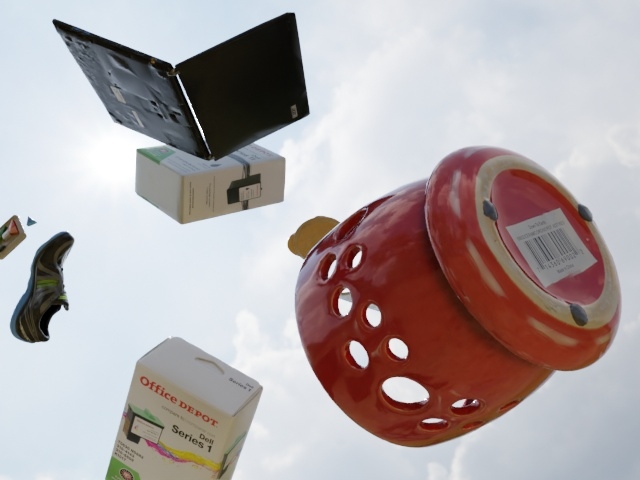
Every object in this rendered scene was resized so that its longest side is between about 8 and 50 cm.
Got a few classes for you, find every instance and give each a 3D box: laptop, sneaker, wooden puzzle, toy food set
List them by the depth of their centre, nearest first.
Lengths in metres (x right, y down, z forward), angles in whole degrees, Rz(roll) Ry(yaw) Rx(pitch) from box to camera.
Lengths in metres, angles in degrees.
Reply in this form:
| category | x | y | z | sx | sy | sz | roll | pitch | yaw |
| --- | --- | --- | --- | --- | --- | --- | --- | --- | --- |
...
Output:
| category | x | y | z | sx | sy | sz | roll | pitch | yaw |
| --- | --- | --- | --- | --- | --- | --- | --- | --- | --- |
| laptop | -0.169 | -0.220 | 0.967 | 0.264 | 0.136 | 0.234 | 23 | -19 | 13 |
| toy food set | 0.000 | 0.000 | 1.063 | 0.083 | 0.020 | 0.083 | 27 | -66 | -22 |
| sneaker | -0.433 | 0.077 | 1.183 | 0.078 | 0.188 | 0.067 | 16 | -8 | 9 |
| wooden puzzle | -0.574 | -0.007 | 1.341 | 0.116 | 0.078 | 0.014 | -48 | -40 | -6 |

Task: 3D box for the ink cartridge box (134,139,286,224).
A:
| category | x | y | z | sx | sy | sz | roll | pitch | yaw |
| --- | --- | --- | --- | --- | --- | --- | --- | --- | --- |
| ink cartridge box | -0.182 | -0.108 | 1.232 | 0.208 | 0.153 | 0.086 | -15 | -58 | -40 |

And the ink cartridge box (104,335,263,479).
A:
| category | x | y | z | sx | sy | sz | roll | pitch | yaw |
| --- | --- | --- | --- | --- | --- | --- | --- | --- | --- |
| ink cartridge box | -0.244 | 0.342 | 1.299 | 0.201 | 0.117 | 0.278 | 26 | -66 | 14 |

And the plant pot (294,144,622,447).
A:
| category | x | y | z | sx | sy | sz | roll | pitch | yaw |
| --- | --- | --- | --- | --- | --- | --- | --- | --- | --- |
| plant pot | 0.102 | 0.034 | 0.538 | 0.191 | 0.191 | 0.174 | 15 | -39 | -29 |

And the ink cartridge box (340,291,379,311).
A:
| category | x | y | z | sx | sy | sz | roll | pitch | yaw |
| --- | --- | --- | --- | --- | --- | --- | --- | --- | --- |
| ink cartridge box | 0.232 | 0.069 | 1.225 | 0.330 | 0.071 | 0.324 | -6 | -14 | 24 |
